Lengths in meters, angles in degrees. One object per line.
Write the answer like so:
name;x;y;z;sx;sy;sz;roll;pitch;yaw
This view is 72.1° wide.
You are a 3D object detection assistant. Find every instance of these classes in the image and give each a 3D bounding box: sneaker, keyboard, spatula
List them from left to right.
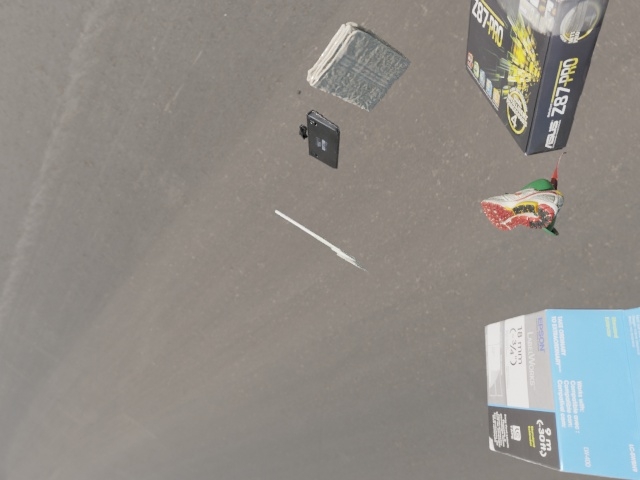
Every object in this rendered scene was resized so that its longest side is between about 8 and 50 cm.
keyboard;-0.003;-0.225;0.969;0.108;0.023;0.180;31;166;9
spatula;0.000;0.000;1.096;0.242;0.019;0.168;31;-179;37
sneaker;0.489;-0.079;1.075;0.088;0.092;0.225;57;164;-18

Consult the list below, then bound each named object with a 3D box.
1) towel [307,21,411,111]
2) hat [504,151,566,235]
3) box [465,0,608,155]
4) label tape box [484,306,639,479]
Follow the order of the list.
towel;0.106;-0.460;1.187;0.187;0.282;0.049;-46;59;30
hat;0.623;-0.145;1.186;0.173;0.208;0.184;18;120;-33
box;0.418;-0.423;0.920;0.097;0.395;0.318;-10;139;2
label tape box;0.396;0.240;0.724;0.105;0.241;0.334;6;161;-4
